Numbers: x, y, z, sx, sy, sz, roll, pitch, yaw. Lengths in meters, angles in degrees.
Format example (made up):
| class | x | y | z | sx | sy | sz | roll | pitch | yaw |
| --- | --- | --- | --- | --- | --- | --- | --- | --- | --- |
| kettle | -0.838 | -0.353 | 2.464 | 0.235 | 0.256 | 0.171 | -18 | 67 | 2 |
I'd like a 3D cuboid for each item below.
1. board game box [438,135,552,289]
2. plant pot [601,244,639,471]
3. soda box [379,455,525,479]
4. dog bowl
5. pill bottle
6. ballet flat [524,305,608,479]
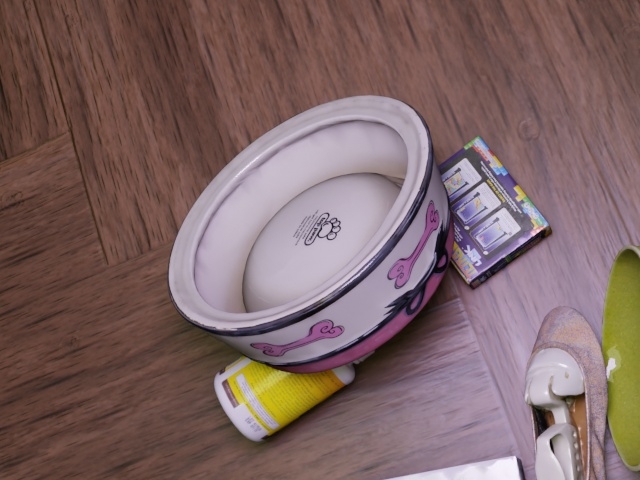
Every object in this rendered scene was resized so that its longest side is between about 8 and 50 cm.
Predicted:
| class | x | y | z | sx | sy | sz | roll | pitch | yaw |
| --- | --- | --- | --- | --- | --- | --- | --- | --- | --- |
| board game box | 0.222 | -0.040 | 1.563 | 0.141 | 0.048 | 0.170 | -36 | 69 | 7 |
| plant pot | 0.521 | 0.144 | 1.338 | 0.293 | 0.275 | 0.275 | 1 | 76 | 1 |
| soda box | 0.166 | 0.344 | 1.470 | 0.216 | 0.069 | 0.074 | -13 | 73 | 13 |
| dog bowl | 0.000 | 0.000 | 1.477 | 0.408 | 0.150 | 0.408 | -24 | 37 | 20 |
| pill bottle | -0.034 | 0.181 | 1.541 | 0.215 | 0.117 | 0.117 | -34 | 70 | 6 |
| ballet flat | 0.315 | 0.235 | 1.424 | 0.107 | 0.106 | 0.316 | -19 | 69 | 40 |
